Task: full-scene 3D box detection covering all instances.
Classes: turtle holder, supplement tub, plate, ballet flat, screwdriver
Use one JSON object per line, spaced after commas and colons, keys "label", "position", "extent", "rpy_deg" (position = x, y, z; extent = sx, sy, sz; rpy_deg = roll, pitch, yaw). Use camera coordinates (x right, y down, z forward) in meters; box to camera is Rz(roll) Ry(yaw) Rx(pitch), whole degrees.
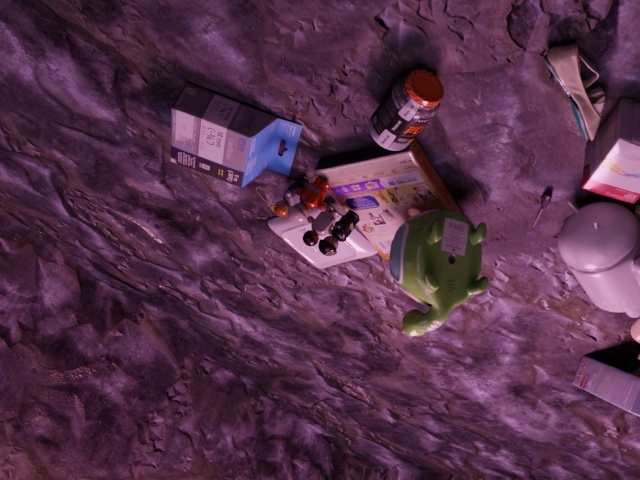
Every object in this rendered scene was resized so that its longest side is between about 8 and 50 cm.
{"label": "turtle holder", "position": [0.305, 0.078, 1.854], "extent": [0.227, 0.243, 0.320], "rpy_deg": [0, 109, 57]}
{"label": "supplement tub", "position": [0.200, -0.304, 1.607], "extent": [0.117, 0.117, 0.190], "rpy_deg": [26, 148, -10]}
{"label": "plate", "position": [0.000, 0.000, 2.234], "extent": [0.277, 0.045, 0.278], "rpy_deg": [-16, 133, 43]}
{"label": "ballet flat", "position": [0.553, -0.313, 1.450], "extent": [0.086, 0.086, 0.248], "rpy_deg": [-10, 136, 38]}
{"label": "screwdriver", "position": [0.586, -0.081, 1.834], "extent": [0.024, 0.025, 0.170], "rpy_deg": [13, 156, 9]}

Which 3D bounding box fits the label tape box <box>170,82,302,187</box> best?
{"label": "label tape box", "position": [-0.240, -0.267, 1.906], "extent": [0.333, 0.106, 0.240], "rpy_deg": [20, 148, -1]}

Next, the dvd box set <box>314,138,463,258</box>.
{"label": "dvd box set", "position": [0.218, -0.104, 1.948], "extent": [0.307, 0.062, 0.420], "rpy_deg": [-8, 138, 36]}

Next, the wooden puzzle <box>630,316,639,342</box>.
{"label": "wooden puzzle", "position": [1.021, 0.199, 1.731], "extent": [0.348, 0.080, 0.322], "rpy_deg": [21, 139, 1]}

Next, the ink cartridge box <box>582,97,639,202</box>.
{"label": "ink cartridge box", "position": [0.673, -0.194, 1.507], "extent": [0.127, 0.128, 0.176], "rpy_deg": [18, 148, 3]}

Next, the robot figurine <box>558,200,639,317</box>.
{"label": "robot figurine", "position": [0.737, 0.043, 1.747], "extent": [0.353, 0.200, 0.300], "rpy_deg": [47, 176, -28]}

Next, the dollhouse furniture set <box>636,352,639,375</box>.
{"label": "dollhouse furniture set", "position": [1.063, 0.377, 2.044], "extent": [0.262, 0.135, 0.259], "rpy_deg": [23, 179, -5]}

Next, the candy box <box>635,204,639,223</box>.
{"label": "candy box", "position": [0.873, -0.019, 1.756], "extent": [0.105, 0.027, 0.206], "rpy_deg": [1, 144, 35]}

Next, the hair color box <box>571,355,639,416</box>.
{"label": "hair color box", "position": [0.986, 0.482, 2.205], "extent": [0.185, 0.114, 0.374], "rpy_deg": [23, 178, -5]}

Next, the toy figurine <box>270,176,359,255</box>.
{"label": "toy figurine", "position": [-0.020, -0.068, 1.974], "extent": [0.213, 0.148, 0.209], "rpy_deg": [45, 167, -25]}
